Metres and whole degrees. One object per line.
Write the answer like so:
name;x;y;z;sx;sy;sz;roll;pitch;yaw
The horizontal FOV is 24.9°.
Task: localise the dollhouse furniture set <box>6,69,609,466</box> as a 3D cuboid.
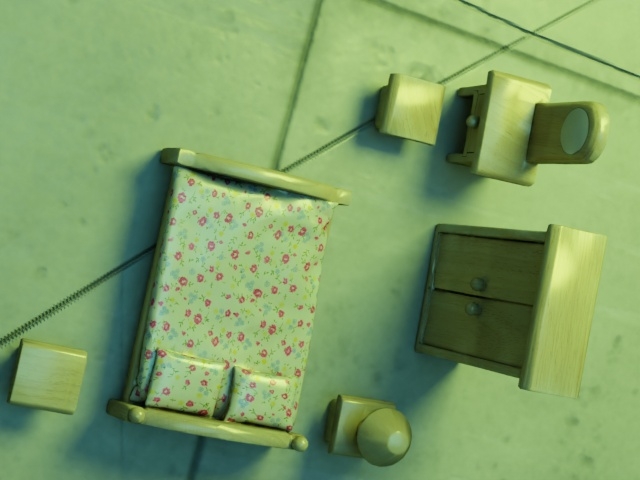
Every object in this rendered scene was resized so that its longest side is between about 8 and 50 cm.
dollhouse furniture set;0.000;0.000;0.999;0.355;0.174;0.303;12;88;-24
